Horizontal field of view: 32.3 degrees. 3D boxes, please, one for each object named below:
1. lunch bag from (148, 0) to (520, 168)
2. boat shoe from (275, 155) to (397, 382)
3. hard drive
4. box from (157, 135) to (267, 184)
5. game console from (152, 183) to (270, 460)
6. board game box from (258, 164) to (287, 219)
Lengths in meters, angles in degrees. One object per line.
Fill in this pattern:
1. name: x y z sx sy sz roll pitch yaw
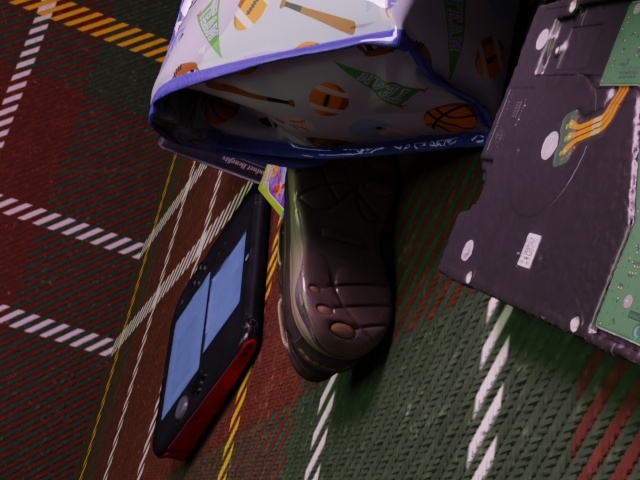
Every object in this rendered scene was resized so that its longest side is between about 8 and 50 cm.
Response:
1. lunch bag: 0.010 -0.258 1.136 0.385 0.239 0.328 -3 63 38
2. boat shoe: 0.000 0.000 1.231 0.355 0.132 0.130 -84 21 -43
3. hard drive: 0.200 -0.051 0.741 0.339 0.064 0.237 -154 84 -75
4. box: -0.105 -0.335 1.843 0.395 0.212 0.293 -64 17 18
5. game console: -0.175 0.133 1.794 0.386 0.060 0.342 -90 25 -49
6. board game box: 0.031 -0.193 1.457 0.233 0.078 0.347 -133 64 -73
